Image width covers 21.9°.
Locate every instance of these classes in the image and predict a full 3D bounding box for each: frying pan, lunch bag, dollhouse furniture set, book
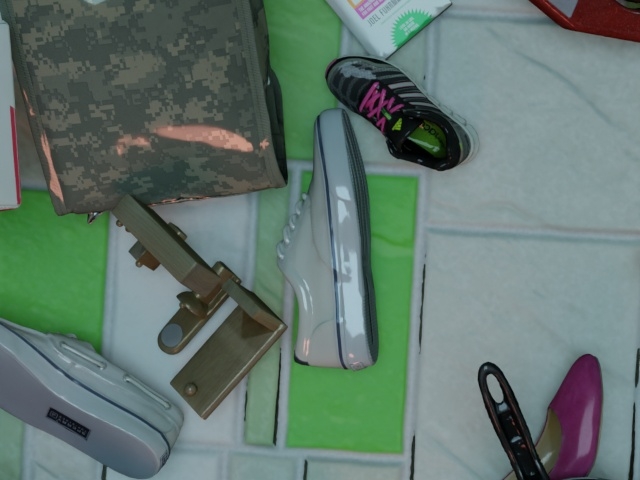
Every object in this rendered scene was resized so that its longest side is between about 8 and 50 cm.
[{"bbox_3d":[0.241,0.259,1.560,0.197,0.053,0.326,-4,116,-10],"label":"frying pan"},{"bbox_3d":[-0.164,-0.167,1.581,0.235,0.169,0.287,-7,111,3],"label":"lunch bag"},{"bbox_3d":[-0.147,0.065,1.586,0.123,0.151,0.144,-49,58,3],"label":"dollhouse furniture set"},{"bbox_3d":[0.049,-0.260,1.647,0.096,0.035,0.144,-40,89,6],"label":"book"}]

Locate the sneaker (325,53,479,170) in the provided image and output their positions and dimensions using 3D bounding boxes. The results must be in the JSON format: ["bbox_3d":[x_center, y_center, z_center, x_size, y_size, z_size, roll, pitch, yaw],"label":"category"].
[{"bbox_3d":[0.076,-0.123,1.613,0.170,0.075,0.063,35,115,1],"label":"sneaker"}]

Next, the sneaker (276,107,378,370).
[{"bbox_3d":[0.000,0.000,1.615,0.091,0.094,0.258,-4,85,11],"label":"sneaker"}]

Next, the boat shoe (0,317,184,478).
[{"bbox_3d":[-0.254,0.137,1.633,0.258,0.084,0.095,36,135,-6],"label":"boat shoe"}]

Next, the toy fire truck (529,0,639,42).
[{"bbox_3d":[0.334,-0.319,1.579,0.254,0.169,0.302,35,92,-16],"label":"toy fire truck"}]

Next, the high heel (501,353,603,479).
[{"bbox_3d":[0.196,0.219,1.610,0.117,0.082,0.244,13,103,-8],"label":"high heel"}]

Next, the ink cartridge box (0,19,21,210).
[{"bbox_3d":[-0.371,-0.106,1.554,0.100,0.237,0.172,-4,90,-30],"label":"ink cartridge box"}]
